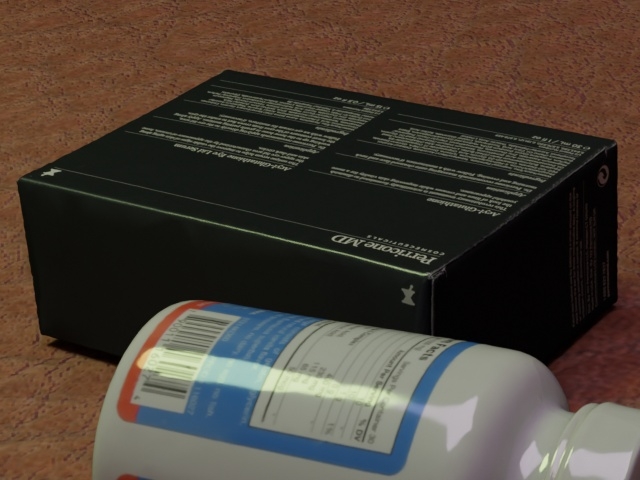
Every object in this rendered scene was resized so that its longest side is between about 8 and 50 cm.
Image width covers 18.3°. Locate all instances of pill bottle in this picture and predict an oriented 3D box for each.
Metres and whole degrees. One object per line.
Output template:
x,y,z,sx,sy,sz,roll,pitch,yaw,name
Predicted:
0.029,0.099,0.813,0.221,0.124,0.124,9,29,26,pill bottle

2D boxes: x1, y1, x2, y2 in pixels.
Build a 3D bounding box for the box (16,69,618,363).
0.000,0.000,1.054,0.261,0.103,0.184,14,28,34,box
